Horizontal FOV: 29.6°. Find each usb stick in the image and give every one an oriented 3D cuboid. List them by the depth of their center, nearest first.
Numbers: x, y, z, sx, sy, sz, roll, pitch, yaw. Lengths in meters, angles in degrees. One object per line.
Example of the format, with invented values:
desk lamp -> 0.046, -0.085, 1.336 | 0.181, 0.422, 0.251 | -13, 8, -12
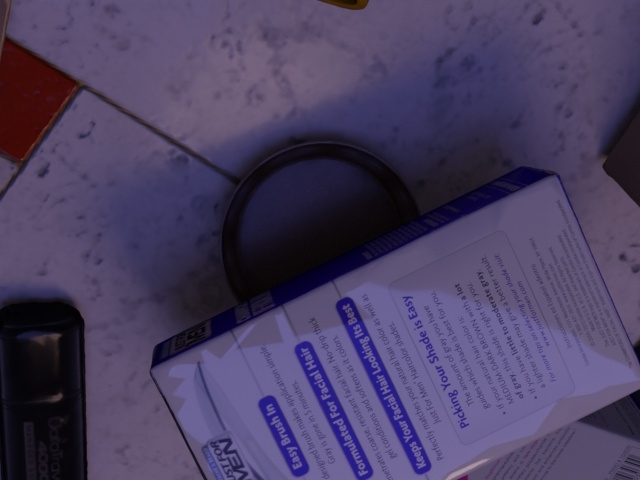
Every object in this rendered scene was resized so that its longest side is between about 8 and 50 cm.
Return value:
usb stick -> -0.242, 0.176, 1.058 | 0.077, 0.045, 0.278 | -6, 121, -18

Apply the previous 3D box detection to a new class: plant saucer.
plant saucer -> 0.000, 0.000, 0.996 | 0.168, 0.029, 0.168 | -2, 102, -7

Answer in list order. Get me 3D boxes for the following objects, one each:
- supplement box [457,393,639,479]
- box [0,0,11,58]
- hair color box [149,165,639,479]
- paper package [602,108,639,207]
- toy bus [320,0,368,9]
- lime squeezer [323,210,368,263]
supplement box -> 0.192, 0.176, 1.116 | 0.220, 0.114, 0.111 | 21, 113, -24
box -> -0.326, -0.157, 0.857 | 0.201, 0.021, 0.164 | 9, 118, -18
hair color box -> 0.058, 0.097, 0.950 | 0.339, 0.110, 0.185 | -26, 99, -4
paper package -> 0.405, -0.091, 0.891 | 0.168, 0.309, 0.325 | 19, 115, -24
toy bus -> 0.021, -0.260, 0.825 | 0.202, 0.191, 0.104 | -23, 165, 2
lime squeezer -> -0.015, 0.122, 1.071 | 0.110, 0.059, 0.310 | -4, 120, -10
